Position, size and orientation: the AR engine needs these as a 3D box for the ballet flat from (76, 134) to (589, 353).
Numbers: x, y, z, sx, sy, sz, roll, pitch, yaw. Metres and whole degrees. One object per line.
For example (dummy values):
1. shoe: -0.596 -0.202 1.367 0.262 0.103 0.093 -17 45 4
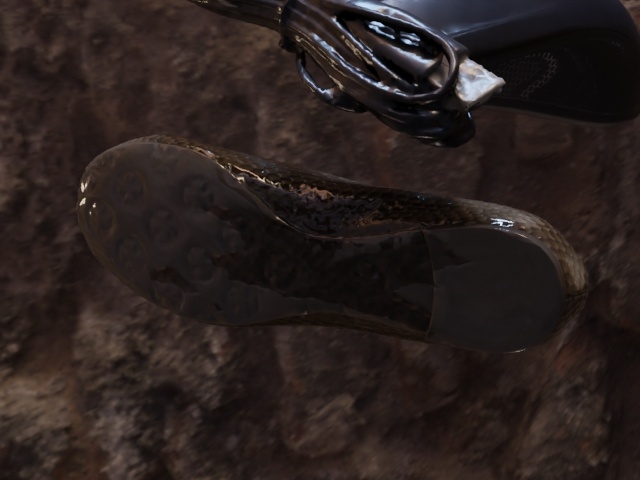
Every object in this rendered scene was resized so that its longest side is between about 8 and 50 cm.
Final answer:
1. ballet flat: 0.000 0.000 0.586 0.249 0.058 0.084 9 -74 27

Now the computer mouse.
1. computer mouse: 0.078 -0.110 0.641 0.188 0.272 0.072 36 -65 36
